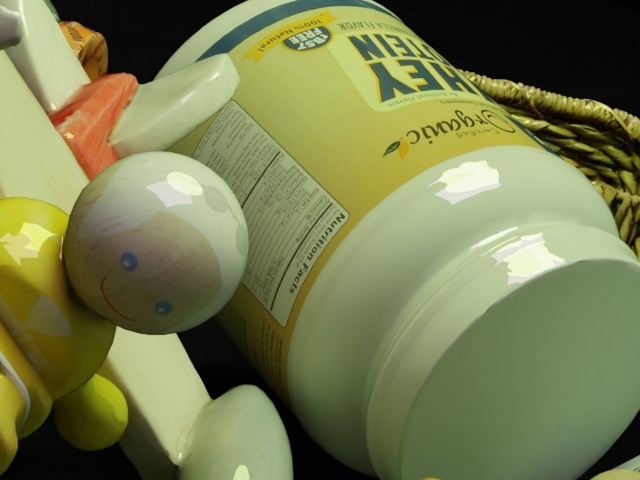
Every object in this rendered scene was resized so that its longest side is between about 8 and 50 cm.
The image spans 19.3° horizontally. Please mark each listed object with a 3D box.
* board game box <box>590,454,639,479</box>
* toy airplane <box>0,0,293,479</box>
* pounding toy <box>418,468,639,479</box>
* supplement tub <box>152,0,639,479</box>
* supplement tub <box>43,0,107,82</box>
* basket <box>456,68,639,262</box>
[{"bbox_3d":[0.256,0.182,0.981,0.086,0.308,0.302,58,13,-15],"label":"board game box"},{"bbox_3d":[-0.133,0.006,0.955,0.272,0.385,0.386,-12,-18,39],"label":"toy airplane"},{"bbox_3d":[0.072,0.160,0.935,0.236,0.110,0.183,-27,-1,-7],"label":"pounding toy"},{"bbox_3d":[0.043,0.005,1.168,0.228,0.228,0.316,1,32,-39],"label":"supplement tub"},{"bbox_3d":[-0.340,-0.142,1.468,0.316,0.194,0.193,20,19,7],"label":"supplement tub"},{"bbox_3d":[0.119,0.002,1.438,0.299,0.223,0.213,15,19,-11],"label":"basket"}]
